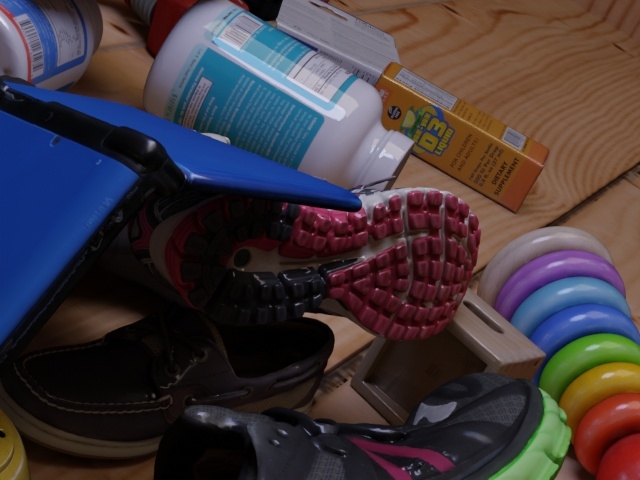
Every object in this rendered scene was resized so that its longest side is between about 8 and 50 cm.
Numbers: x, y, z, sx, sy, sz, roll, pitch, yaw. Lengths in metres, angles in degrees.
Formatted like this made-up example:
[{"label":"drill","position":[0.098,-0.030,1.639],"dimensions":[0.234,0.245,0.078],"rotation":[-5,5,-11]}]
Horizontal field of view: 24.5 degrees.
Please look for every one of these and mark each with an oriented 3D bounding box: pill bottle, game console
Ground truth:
[{"label":"pill bottle","position":[-0.285,-0.183,1.366],"dimensions":[0.124,0.124,0.221],"rotation":[30,21,4]},{"label":"pill bottle","position":[-0.038,-0.129,1.511],"dimensions":[0.264,0.146,0.146],"rotation":[32,23,6]},{"label":"game console","position":[-0.170,-0.013,0.949],"dimensions":[0.293,0.250,0.173],"rotation":[23,-20,46]}]

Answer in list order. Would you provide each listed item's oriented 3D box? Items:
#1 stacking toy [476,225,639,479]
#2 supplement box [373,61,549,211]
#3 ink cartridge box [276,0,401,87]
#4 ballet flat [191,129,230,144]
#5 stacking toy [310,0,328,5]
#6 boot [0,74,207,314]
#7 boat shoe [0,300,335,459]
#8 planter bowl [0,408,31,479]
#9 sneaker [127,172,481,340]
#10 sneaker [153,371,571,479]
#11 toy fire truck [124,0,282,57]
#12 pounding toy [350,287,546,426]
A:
[{"label":"stacking toy","position":[0.253,0.130,1.333],"dimensions":[0.141,0.141,0.330],"rotation":[18,29,-25]},{"label":"supplement box","position":[0.166,-0.131,1.845],"dimensions":[0.233,0.078,0.080],"rotation":[30,26,5]},{"label":"ink cartridge box","position":[0.005,-0.272,1.995],"dimensions":[0.223,0.045,0.224],"rotation":[25,22,-12]},{"label":"ballet flat","position":[-0.090,-0.059,1.396],"dimensions":[0.232,0.073,0.080],"rotation":[39,24,23]},{"label":"stacking toy","position":[-0.111,-0.489,2.211],"dimensions":[0.309,0.130,0.279],"rotation":[42,25,29]},{"label":"boot","position":[-0.196,0.006,1.124],"dimensions":[0.338,0.118,0.223],"rotation":[26,28,10]},{"label":"boat shoe","position":[-0.102,0.089,1.043],"dimensions":[0.285,0.092,0.103],"rotation":[5,32,-46]},{"label":"planter bowl","position":[-0.231,0.130,0.811],"dimensions":[0.217,0.090,0.217],"rotation":[24,23,-11]},{"label":"sneaker","position":[0.000,0.000,1.099],"dimensions":[0.299,0.120,0.112],"rotation":[9,10,-39]},{"label":"sneaker","position":[0.009,0.159,0.909],"dimensions":[0.202,0.185,0.483],"rotation":[39,23,14]},{"label":"toy fire truck","position":[-0.191,-0.296,1.712],"dimensions":[0.246,0.158,0.217],"rotation":[-4,38,-34]},{"label":"pounding toy","position":[0.108,0.090,1.238],"dimensions":[0.141,0.130,0.100],"rotation":[42,26,29]}]
